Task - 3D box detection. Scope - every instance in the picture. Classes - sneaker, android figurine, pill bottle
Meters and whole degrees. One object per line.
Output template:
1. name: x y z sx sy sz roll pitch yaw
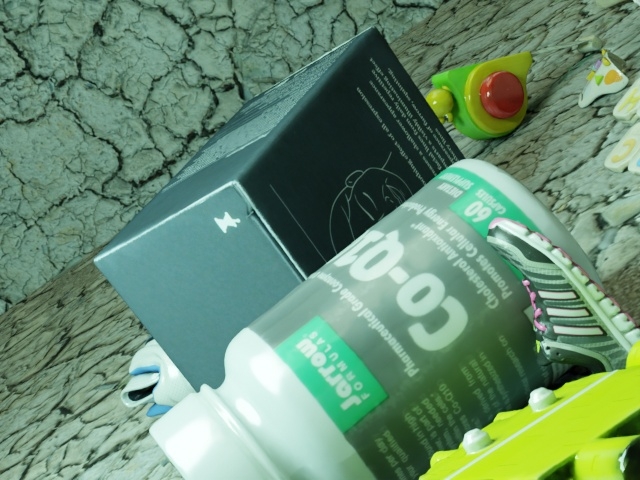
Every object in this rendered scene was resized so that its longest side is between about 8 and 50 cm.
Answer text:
1. sneaker: 0.180 0.057 0.950 0.075 0.170 0.063 -45 -3 6
2. sneaker: -0.171 0.127 1.640 0.236 0.130 0.323 -29 18 -13
3. android figurine: 0.165 0.132 0.819 0.248 0.056 0.273 -27 1 -23
4. pill bottle: 0.049 0.113 1.058 0.361 0.204 0.204 -39 14 -11

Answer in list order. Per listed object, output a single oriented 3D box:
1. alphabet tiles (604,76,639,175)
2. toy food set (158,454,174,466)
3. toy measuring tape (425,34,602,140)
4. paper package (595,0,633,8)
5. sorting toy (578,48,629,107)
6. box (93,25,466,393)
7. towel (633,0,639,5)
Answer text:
1. alphabet tiles: 0.431 -0.183 1.376 0.278 0.021 0.284 -51 16 -4
2. toy food set: -0.143 0.229 1.504 0.122 0.019 0.078 -40 15 -16
3. toy measuring tape: 0.294 -0.220 1.855 0.330 0.121 0.121 -17 4 -28
4. paper package: 0.547 -0.466 1.710 0.324 0.168 0.309 -21 2 45
5. sorting toy: 0.381 -0.216 1.713 0.075 0.045 0.083 -50 7 25
6. box: 0.000 0.000 1.357 0.212 0.293 0.395 -26 16 34
7. towel: 0.570 -0.339 1.420 0.331 0.053 0.317 -17 8 -14
